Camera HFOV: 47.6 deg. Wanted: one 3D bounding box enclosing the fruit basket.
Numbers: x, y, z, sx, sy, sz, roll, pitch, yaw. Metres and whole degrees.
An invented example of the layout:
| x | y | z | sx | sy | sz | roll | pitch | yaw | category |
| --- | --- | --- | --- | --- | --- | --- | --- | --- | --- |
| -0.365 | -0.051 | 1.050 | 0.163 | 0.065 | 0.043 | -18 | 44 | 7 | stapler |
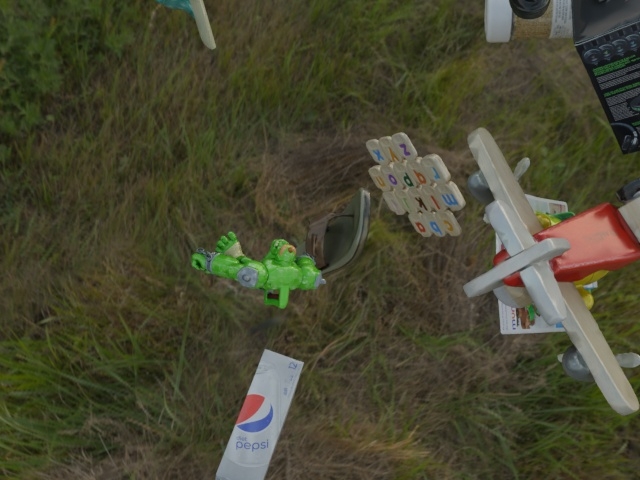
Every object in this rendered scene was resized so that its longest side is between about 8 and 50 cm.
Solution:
| x | y | z | sx | sy | sz | roll | pitch | yaw | category |
| --- | --- | --- | --- | --- | --- | --- | --- | --- | --- |
| 0.511 | 0.051 | 1.687 | 0.353 | 0.165 | 0.327 | 8 | 78 | -51 | fruit basket |

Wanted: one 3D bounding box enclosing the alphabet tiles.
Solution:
| x | y | z | sx | sy | sz | roll | pitch | yaw | category |
| --- | --- | --- | --- | --- | --- | --- | --- | --- | --- |
| 0.219 | -0.127 | 1.697 | 0.021 | 0.284 | 0.278 | -39 | 106 | -22 | alphabet tiles |

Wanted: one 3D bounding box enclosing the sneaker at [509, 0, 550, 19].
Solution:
| x | y | z | sx | sy | sz | roll | pitch | yaw | category |
| --- | --- | --- | --- | --- | --- | --- | --- | --- | --- |
| 0.250 | -0.349 | 0.844 | 0.051 | 0.089 | 0.170 | 7 | 64 | 18 | sneaker |

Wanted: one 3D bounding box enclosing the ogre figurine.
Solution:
| x | y | z | sx | sy | sz | roll | pitch | yaw | category |
| --- | --- | --- | --- | --- | --- | --- | --- | --- | --- |
| -0.076 | 0.043 | 1.072 | 0.197 | 0.118 | 0.097 | 28 | 87 | -38 | ogre figurine |

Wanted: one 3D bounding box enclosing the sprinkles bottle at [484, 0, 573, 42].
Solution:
| x | y | z | sx | sy | sz | roll | pitch | yaw | category |
| --- | --- | --- | --- | --- | --- | --- | --- | --- | --- |
| 0.531 | -0.487 | 1.538 | 0.355 | 0.121 | 0.121 | 1 | 64 | 9 | sprinkles bottle |

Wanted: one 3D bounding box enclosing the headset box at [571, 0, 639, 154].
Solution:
| x | y | z | sx | sy | sz | roll | pitch | yaw | category |
| --- | --- | --- | --- | --- | --- | --- | --- | --- | --- |
| 0.549 | -0.345 | 1.287 | 0.283 | 0.131 | 0.246 | 49 | 40 | -35 | headset box |

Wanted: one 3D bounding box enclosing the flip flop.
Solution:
| x | y | z | sx | sy | sz | roll | pitch | yaw | category |
| --- | --- | --- | --- | --- | --- | --- | --- | --- | --- |
| 0.000 | 0.000 | 1.255 | 0.080 | 0.277 | 0.112 | 21 | 56 | -26 | flip flop |

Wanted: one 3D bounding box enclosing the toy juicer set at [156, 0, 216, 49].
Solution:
| x | y | z | sx | sy | sz | roll | pitch | yaw | category |
| --- | --- | --- | --- | --- | --- | --- | --- | --- | --- |
| -0.311 | -0.569 | 1.504 | 0.329 | 0.209 | 0.089 | 40 | 60 | 21 | toy juicer set |

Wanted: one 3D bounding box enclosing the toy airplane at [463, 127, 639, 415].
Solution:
| x | y | z | sx | sy | sz | roll | pitch | yaw | category |
| --- | --- | --- | --- | --- | --- | --- | --- | --- | --- |
| 0.361 | 0.041 | 1.157 | 0.384 | 0.272 | 0.386 | 29 | 53 | -12 | toy airplane |

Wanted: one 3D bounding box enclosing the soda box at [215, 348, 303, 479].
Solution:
| x | y | z | sx | sy | sz | roll | pitch | yaw | category |
| --- | --- | --- | --- | --- | --- | --- | --- | --- | --- |
| -0.122 | 0.372 | 1.474 | 0.091 | 0.098 | 0.286 | 19 | 54 | 3 | soda box |
